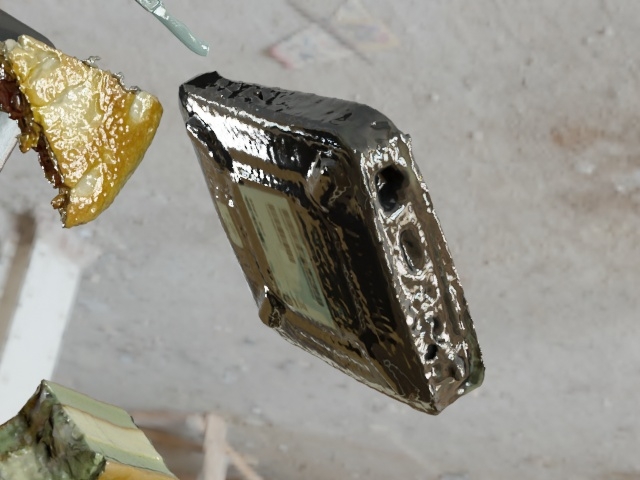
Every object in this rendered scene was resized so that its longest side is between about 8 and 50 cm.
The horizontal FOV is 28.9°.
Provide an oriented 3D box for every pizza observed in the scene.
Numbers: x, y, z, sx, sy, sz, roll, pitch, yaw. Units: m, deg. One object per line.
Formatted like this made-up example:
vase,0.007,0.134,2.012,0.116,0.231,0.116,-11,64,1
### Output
pizza,-0.234,-0.111,1.096,0.069,0.154,0.194,13,152,43

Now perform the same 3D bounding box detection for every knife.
knife,-0.239,-0.340,1.831,0.210,0.028,0.015,40,-179,-33

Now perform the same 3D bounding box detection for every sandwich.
sandwich,-0.323,0.302,1.466,0.155,0.227,0.198,44,-176,32

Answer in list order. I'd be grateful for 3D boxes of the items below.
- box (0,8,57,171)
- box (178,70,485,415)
box,-0.543,-0.221,1.725,0.290,0.289,0.073,31,163,-16
box,0.000,0.000,1.306,0.350,0.091,0.359,19,137,51
